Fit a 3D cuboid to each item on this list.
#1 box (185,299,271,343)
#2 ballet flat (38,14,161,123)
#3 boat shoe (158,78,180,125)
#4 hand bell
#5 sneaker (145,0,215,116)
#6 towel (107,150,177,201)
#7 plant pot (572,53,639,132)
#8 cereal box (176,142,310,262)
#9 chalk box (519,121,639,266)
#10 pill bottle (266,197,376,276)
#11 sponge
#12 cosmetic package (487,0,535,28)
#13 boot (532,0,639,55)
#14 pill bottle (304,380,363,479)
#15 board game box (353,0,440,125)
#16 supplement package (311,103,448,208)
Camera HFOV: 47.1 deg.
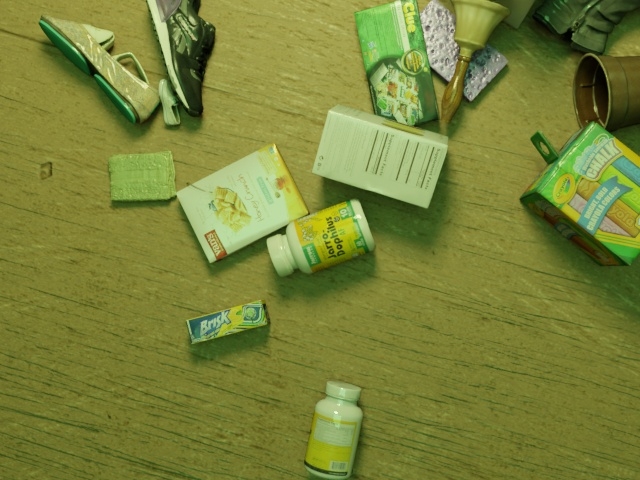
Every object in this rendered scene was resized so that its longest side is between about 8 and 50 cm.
[{"bbox_3d":[-0.196,0.173,1.562,0.168,0.059,0.054,-16,85,4],"label":"box"},{"bbox_3d":[-0.466,-0.389,1.590,0.316,0.107,0.106,46,72,-1],"label":"ballet flat"},{"bbox_3d":[-0.322,-0.298,1.583,0.035,0.035,0.100,2,108,23],"label":"boat shoe"},{"bbox_3d":[0.292,-0.360,1.496,0.126,0.126,0.242,16,101,5],"label":"hand bell"},{"bbox_3d":[-0.276,-0.410,1.564,0.124,0.107,0.284,-17,87,-2],"label":"sneaker"},{"bbox_3d":[-0.389,-0.138,1.602,0.148,0.027,0.110,-4,89,3],"label":"towel"},{"bbox_3d":[0.617,-0.297,1.463,0.165,0.167,0.167,-7,88,-3],"label":"plant pot"},{"bbox_3d":[-0.165,-0.079,1.571,0.240,0.047,0.173,-27,86,4],"label":"cereal box"},{"bbox_3d":[0.524,-0.105,1.451,0.289,0.180,0.179,39,92,6],"label":"chalk box"},{"bbox_3d":[0.000,0.000,1.521,0.208,0.117,0.118,-20,87,4],"label":"pill bottle"},{"bbox_3d":[0.278,-0.401,1.551,0.210,0.031,0.117,42,91,4],"label":"sponge"},{"bbox_3d":[0.348,-0.563,1.452,0.224,0.224,0.138,30,91,4],"label":"cosmetic package"},{"bbox_3d":[0.614,-0.474,1.495,0.338,0.118,0.223,20,107,-6],"label":"boot"},{"bbox_3d":[0.031,0.390,1.516,0.103,0.103,0.184,11,89,5],"label":"pill bottle"},{"bbox_3d":[0.161,-0.366,1.541,0.136,0.030,0.260,-10,93,16],"label":"board game box"},{"bbox_3d":[0.125,-0.175,1.492,0.243,0.139,0.134,17,108,4],"label":"supplement package"}]
